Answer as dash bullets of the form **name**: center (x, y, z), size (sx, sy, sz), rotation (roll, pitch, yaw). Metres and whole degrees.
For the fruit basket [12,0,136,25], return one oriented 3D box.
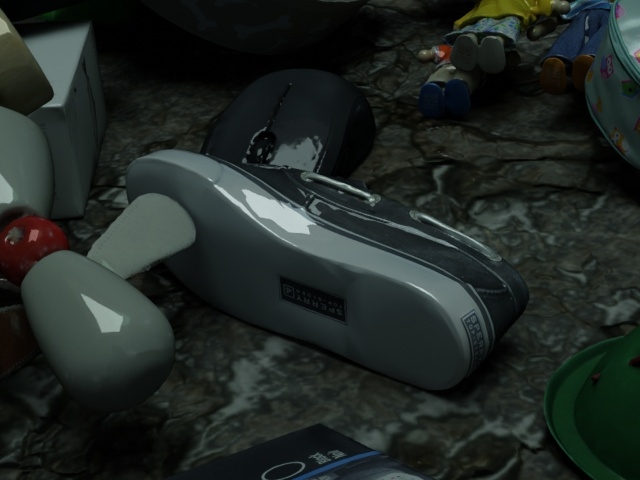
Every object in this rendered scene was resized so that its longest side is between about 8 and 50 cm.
- **fruit basket**: center (-0.261, -0.329, 1.492), size (0.327, 0.165, 0.353), rotation (13, 19, 26)

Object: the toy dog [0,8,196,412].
- **toy dog**: center (-0.199, 0.001, 0.890), size (0.220, 0.161, 0.334), rotation (-21, 57, 5)

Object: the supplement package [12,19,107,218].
- **supplement package**: center (-0.245, -0.103, 1.117), size (0.105, 0.105, 0.179), rotation (-4, 32, 1)

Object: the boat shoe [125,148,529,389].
- **boat shoe**: center (0.000, 0.000, 0.914), size (0.301, 0.108, 0.102), rotation (21, 39, 32)

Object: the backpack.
- **backpack**: center (0.307, -0.129, 1.030), size (0.188, 0.144, 0.166), rotation (-7, 51, -10)

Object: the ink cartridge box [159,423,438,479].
- **ink cartridge box**: center (-0.107, 0.179, 0.619), size (0.332, 0.065, 0.165), rotation (-19, 12, -22)

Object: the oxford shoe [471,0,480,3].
- **oxford shoe**: center (0.241, -0.343, 1.406), size (0.348, 0.123, 0.130), rotation (-37, 77, -27)

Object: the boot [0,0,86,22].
- **boot**: center (-0.246, -0.215, 1.105), size (0.207, 0.094, 0.246), rotation (-23, 29, -21)

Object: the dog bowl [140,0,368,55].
- **dog bowl**: center (-0.093, -0.326, 1.323), size (0.348, 0.102, 0.349), rotation (23, 40, -21)

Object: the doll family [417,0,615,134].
- **doll family**: center (0.213, -0.185, 1.180), size (0.263, 0.118, 0.163), rotation (10, 36, 20)

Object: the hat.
- **hat**: center (0.223, 0.039, 0.742), size (0.173, 0.184, 0.208), rotation (-17, 33, -22)

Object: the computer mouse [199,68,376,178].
- **computer mouse**: center (-0.026, -0.077, 1.078), size (0.188, 0.072, 0.272), rotation (3, 32, 13)
